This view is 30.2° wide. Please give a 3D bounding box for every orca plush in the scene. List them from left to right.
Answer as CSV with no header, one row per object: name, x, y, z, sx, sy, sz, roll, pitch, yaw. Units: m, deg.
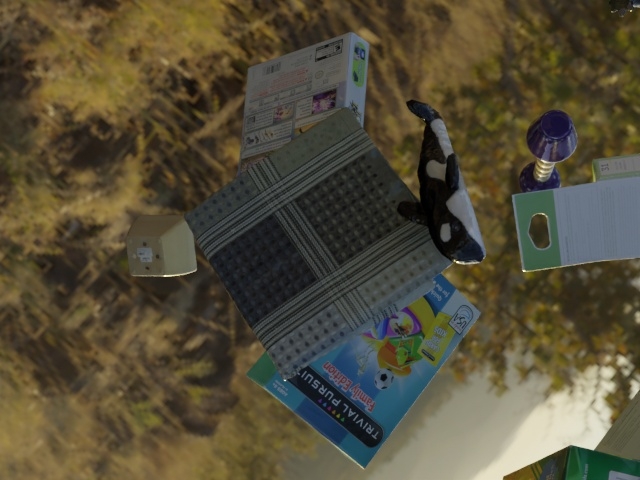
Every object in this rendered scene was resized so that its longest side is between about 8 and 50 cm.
orca plush,0.152,-0.076,1.690,0.102,0.287,0.151,-16,154,5

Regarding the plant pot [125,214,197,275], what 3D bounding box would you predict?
plant pot,-0.299,0.017,2.169,0.096,0.109,0.109,-42,129,-66

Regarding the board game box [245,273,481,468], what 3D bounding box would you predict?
board game box,0.078,0.172,1.983,0.336,0.254,0.079,-52,-153,-9

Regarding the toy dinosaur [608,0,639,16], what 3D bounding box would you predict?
toy dinosaur,0.387,-0.325,1.386,0.160,0.313,0.121,1,118,-40

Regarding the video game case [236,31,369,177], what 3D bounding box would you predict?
video game case,-0.034,-0.238,2.225,0.061,0.269,0.244,24,63,-44

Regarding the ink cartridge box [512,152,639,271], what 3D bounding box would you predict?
ink cartridge box,0.400,-0.040,1.708,0.171,0.235,0.056,72,16,-44

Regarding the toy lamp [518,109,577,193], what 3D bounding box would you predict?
toy lamp,0.351,-0.133,1.847,0.080,0.080,0.275,-49,167,-10

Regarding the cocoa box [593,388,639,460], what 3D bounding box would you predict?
cocoa box,0.668,0.484,2.299,0.347,0.228,0.231,-50,-162,-9

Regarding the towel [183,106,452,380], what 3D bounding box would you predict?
towel,0.000,0.000,1.809,0.324,0.312,0.056,-33,166,-1

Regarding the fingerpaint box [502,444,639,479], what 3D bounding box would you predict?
fingerpaint box,0.396,0.601,2.002,0.371,0.163,0.445,115,-11,-70
